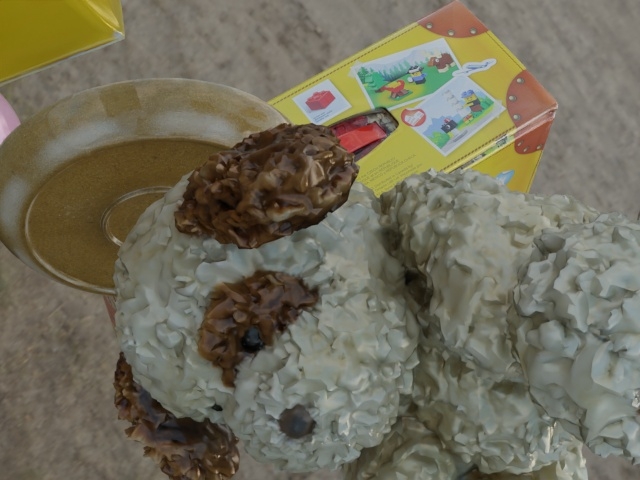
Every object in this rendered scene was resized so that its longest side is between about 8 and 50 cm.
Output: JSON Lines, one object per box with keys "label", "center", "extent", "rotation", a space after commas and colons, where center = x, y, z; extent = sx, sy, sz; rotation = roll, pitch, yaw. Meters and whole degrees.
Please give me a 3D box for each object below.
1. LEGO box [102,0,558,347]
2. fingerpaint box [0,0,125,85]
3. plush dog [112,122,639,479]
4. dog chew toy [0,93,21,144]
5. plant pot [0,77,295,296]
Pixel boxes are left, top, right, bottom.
{"label": "LEGO box", "center": [0.000, 0.000, 1.323], "extent": [0.500, 0.372, 0.193], "rotation": [-31, 66, -17]}
{"label": "fingerpaint box", "center": [-0.221, -0.289, 0.255], "extent": [0.371, 0.163, 0.444], "rotation": [49, 25, -65]}
{"label": "plush dog", "center": [0.023, 0.033, 0.486], "extent": [0.225, 0.262, 0.210], "rotation": [13, 43, -12]}
{"label": "dog chew toy", "center": [-0.395, 0.005, 1.039], "extent": [0.207, 0.207, 0.331], "rotation": [13, 92, -31]}
{"label": "plant pot", "center": [-0.119, -0.023, 0.803], "extent": [0.236, 0.236, 0.032], "rotation": [13, 48, -31]}
